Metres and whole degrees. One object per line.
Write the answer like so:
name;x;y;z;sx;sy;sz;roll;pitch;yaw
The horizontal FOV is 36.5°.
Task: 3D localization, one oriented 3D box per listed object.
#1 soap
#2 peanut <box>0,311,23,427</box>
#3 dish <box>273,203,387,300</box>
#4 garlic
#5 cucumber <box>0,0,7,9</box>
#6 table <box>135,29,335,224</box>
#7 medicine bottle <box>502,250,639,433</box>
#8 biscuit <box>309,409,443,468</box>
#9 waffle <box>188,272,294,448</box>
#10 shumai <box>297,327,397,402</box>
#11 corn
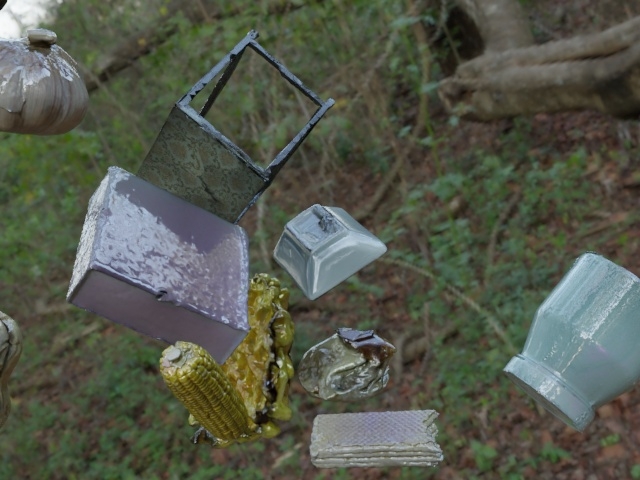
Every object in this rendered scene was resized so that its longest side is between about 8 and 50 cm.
soap;-0.264;0.037;1.660;0.107;0.296;0.285;-49;25;31
peanut;-0.602;0.252;1.696;0.130;0.290;0.130;16;18;-5
dish;0.000;0.000;1.919;0.182;0.080;0.243;-33;29;-7
garlic;-0.682;-0.345;2.197;0.322;0.241;0.322;-12;12;2
cucumber;-0.626;-0.341;1.580;0.284;0.056;0.056;-44;18;-29
table;-0.185;-0.184;1.936;0.272;0.222;0.335;-52;4;-38
medicine bottle;0.522;0.206;1.902;0.290;0.245;0.245;-49;13;-4
biscuit;0.101;0.362;1.753;0.238;0.062;0.108;-3;28;7
waffle;-0.176;0.257;2.091;0.095;0.380;0.382;12;-18;-37
shumai;0.052;0.234;1.937;0.201;0.120;0.201;-1;29;0
corn;-0.169;0.222;1.429;0.080;0.238;0.080;-10;53;13
